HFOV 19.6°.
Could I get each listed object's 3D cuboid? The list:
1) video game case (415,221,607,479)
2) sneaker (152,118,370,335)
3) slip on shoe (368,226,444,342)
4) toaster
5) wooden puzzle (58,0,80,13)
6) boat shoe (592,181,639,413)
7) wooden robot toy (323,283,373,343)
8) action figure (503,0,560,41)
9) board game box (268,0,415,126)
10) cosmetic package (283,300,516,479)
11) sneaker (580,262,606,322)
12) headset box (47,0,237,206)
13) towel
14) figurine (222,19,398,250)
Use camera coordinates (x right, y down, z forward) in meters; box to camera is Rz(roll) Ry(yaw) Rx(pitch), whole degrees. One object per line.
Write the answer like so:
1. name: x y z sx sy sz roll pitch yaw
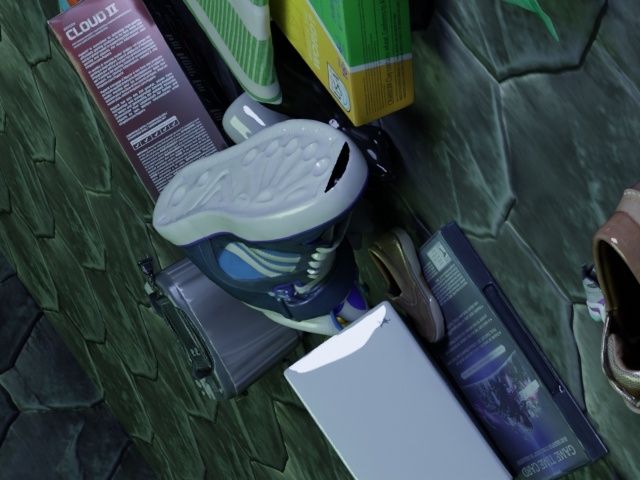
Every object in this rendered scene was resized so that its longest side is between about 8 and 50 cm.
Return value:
1. video game case: 0.177 0.125 1.906 0.274 0.026 0.196 56 160 6
2. sneaker: 0.000 0.000 1.884 0.236 0.130 0.323 37 152 -29
3. slip on shoe: 0.088 0.052 1.915 0.051 0.041 0.135 29 144 55
4. toaster: -0.125 0.087 2.403 0.227 0.146 0.129 59 160 -3
5. wooden puzzle: -0.285 -0.256 2.441 0.239 0.044 0.221 49 159 26
6. boat shoe: 0.275 0.086 1.468 0.123 0.116 0.324 33 148 51
7. wooden robot toy: 0.035 0.122 2.166 0.173 0.079 0.076 63 160 -10
8. action figure: 0.116 -0.252 1.439 0.232 0.063 0.137 43 158 54
9. board game box: -0.023 -0.289 1.654 0.316 0.064 0.242 55 162 38
10. cosmetic package: 0.089 0.198 1.954 0.224 0.138 0.225 55 -179 10
11. sneaker: 0.252 0.044 1.581 0.098 0.038 0.069 22 139 59
12. headset box: -0.187 -0.175 2.109 0.293 0.110 0.218 60 -173 -3
13. towel: -0.101 -0.298 1.723 0.248 0.038 0.325 58 163 28
14. figurine: -0.004 -0.100 1.933 0.209 0.092 0.215 50 160 13
